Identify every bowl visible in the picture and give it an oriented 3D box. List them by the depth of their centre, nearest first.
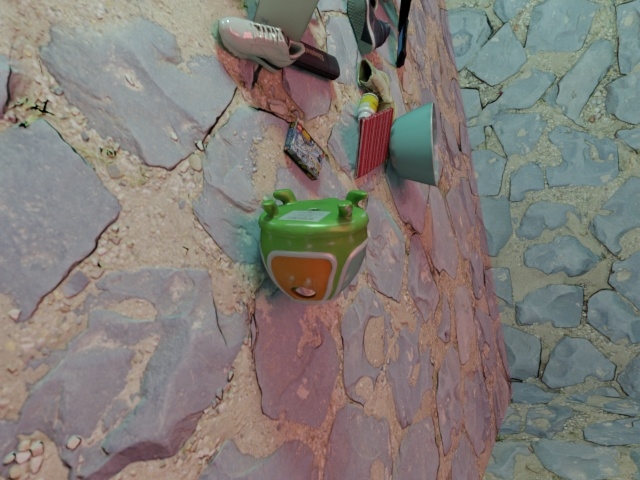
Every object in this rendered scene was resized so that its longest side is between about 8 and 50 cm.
[{"bbox_3d":[0.353,-0.353,1.658,0.311,0.163,0.311,-3,90,-71],"label":"bowl"}]

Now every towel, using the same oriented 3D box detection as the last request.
[{"bbox_3d":[0.180,-0.335,1.485,0.275,0.031,0.198,-39,138,-53],"label":"towel"}]

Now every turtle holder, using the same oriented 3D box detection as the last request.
[{"bbox_3d":[-0.018,0.003,0.996,0.320,0.244,0.227,-126,-147,-71],"label":"turtle holder"}]

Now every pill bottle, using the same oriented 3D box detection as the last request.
[{"bbox_3d":[0.160,-0.444,1.504,0.065,0.065,0.116,48,45,-40],"label":"pill bottle"}]

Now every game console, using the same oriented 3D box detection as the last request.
[{"bbox_3d":[0.357,-0.928,1.886,0.213,0.044,0.361,74,21,-77],"label":"game console"}]

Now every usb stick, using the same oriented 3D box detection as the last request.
[{"bbox_3d":[-0.026,-0.515,1.248,0.278,0.045,0.077,-13,94,-57],"label":"usb stick"}]

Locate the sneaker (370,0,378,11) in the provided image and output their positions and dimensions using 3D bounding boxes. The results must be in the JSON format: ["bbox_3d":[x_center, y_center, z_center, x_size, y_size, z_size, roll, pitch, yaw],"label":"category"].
[{"bbox_3d":[0.171,-0.949,1.648,0.185,0.070,0.083,26,55,-52],"label":"sneaker"}]

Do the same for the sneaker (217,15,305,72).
[{"bbox_3d":[-0.136,-0.467,1.020,0.235,0.095,0.090,-8,91,-56],"label":"sneaker"}]

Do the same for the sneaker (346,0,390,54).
[{"bbox_3d":[0.179,-0.810,1.594,0.163,0.086,0.226,-43,128,-41],"label":"sneaker"}]

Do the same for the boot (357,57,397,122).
[{"bbox_3d":[0.202,-0.533,1.584,0.165,0.077,0.213,6,72,-57],"label":"boot"}]

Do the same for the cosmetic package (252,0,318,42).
[{"bbox_3d":[-0.052,-0.658,1.114,0.129,0.153,0.296,26,56,-14],"label":"cosmetic package"}]

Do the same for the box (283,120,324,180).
[{"bbox_3d":[-0.041,-0.236,1.169,0.137,0.027,0.093,42,50,-45],"label":"box"}]

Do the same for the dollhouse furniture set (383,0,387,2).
[{"bbox_3d":[0.275,-1.115,1.725,0.212,0.161,0.242,-17,90,-72],"label":"dollhouse furniture set"}]
